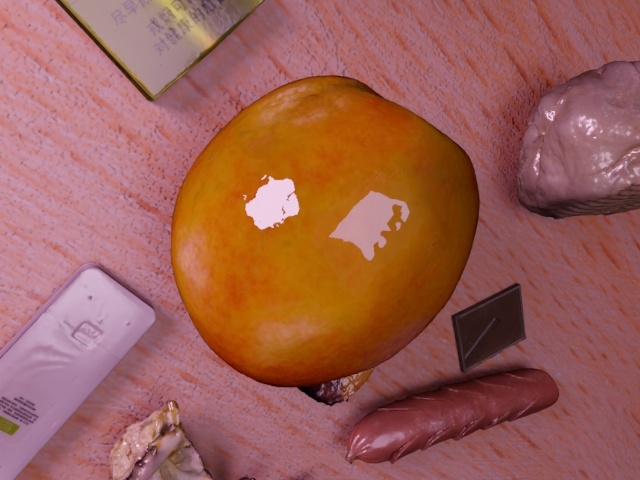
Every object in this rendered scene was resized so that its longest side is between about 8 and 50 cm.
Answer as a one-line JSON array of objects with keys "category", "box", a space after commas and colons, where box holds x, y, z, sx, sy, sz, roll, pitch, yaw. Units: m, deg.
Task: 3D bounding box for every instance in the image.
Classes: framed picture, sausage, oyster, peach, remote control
[{"category": "framed picture", "box": [0.290, 0.148, 0.870, 0.149, 0.011, 0.109, -21, 109, -22]}, {"category": "sausage", "box": [0.224, 0.273, 0.823, 0.433, 0.088, 0.087, -6, 103, -27]}, {"category": "oyster", "box": [-0.205, 0.296, 0.618, 0.133, 0.072, 0.209, -28, 132, -26]}, {"category": "peach", "box": [0.000, 0.000, 0.538, 0.308, 0.308, 0.332, 29, 96, -29]}, {"category": "remote control", "box": [-0.297, 0.145, 0.552, 0.103, 0.034, 0.250, 45, 79, -27]}]

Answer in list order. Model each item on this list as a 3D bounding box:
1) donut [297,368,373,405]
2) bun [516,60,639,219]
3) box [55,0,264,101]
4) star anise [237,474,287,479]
[{"category": "donut", "box": [0.007, 0.150, 0.696, 0.141, 0.059, 0.140, -5, 102, -26]}, {"category": "bun", "box": [0.432, -0.152, 0.765, 0.282, 0.281, 0.204, -7, 79, -26]}, {"category": "box", "box": [-0.214, -0.312, 0.495, 0.173, 0.043, 0.311, -48, 118, -11]}, {"category": "star anise", "box": [-0.109, 0.398, 0.662, 0.288, 0.088, 0.288, -16, 125, -25]}]
